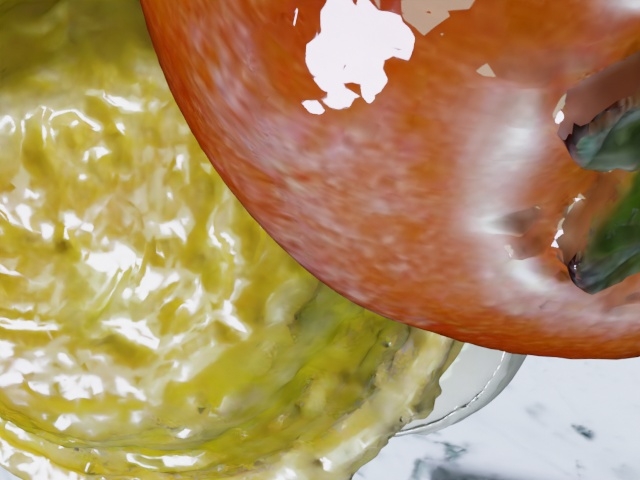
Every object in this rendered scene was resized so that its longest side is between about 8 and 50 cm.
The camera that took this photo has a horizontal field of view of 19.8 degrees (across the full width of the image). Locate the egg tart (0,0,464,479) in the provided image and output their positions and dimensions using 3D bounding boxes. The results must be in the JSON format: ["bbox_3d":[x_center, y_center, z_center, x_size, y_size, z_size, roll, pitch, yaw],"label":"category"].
[{"bbox_3d":[-0.073,-0.013,0.773,0.318,0.128,0.319,3,106,11],"label":"egg tart"}]

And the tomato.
[{"bbox_3d":[0.109,-0.127,0.564,0.341,0.273,0.341,-10,149,-6],"label":"tomato"}]

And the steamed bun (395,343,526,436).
[{"bbox_3d":[0.000,0.000,0.902,0.228,0.131,0.177,7,118,12],"label":"steamed bun"}]
